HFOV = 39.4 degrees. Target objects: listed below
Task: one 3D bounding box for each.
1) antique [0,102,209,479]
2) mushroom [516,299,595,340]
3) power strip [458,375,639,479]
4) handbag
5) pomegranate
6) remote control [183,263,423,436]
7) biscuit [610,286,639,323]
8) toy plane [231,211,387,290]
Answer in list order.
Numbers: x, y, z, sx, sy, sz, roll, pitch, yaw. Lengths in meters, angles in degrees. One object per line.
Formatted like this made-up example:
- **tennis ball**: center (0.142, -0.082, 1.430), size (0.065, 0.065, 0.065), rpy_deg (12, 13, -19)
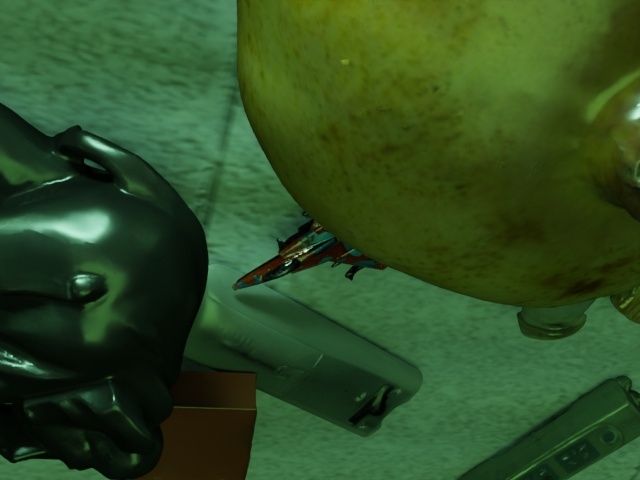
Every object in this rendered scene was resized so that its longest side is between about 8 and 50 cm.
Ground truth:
- **antique**: center (-0.226, 0.060, 0.747), size (0.255, 0.185, 0.322), rpy_deg (17, 114, -15)
- **mushroom**: center (0.284, -0.040, 0.886), size (0.109, 0.097, 0.351), rpy_deg (11, 124, -18)
- **power strip**: center (0.285, 0.275, 1.132), size (0.286, 0.048, 0.080), rpy_deg (-35, 124, 12)
- **handbag**: center (-0.137, 0.211, 0.945), size (0.127, 0.062, 0.190), rpy_deg (3, 134, -8)
- **pomegranate**: center (0.143, -0.148, 0.596), size (0.417, 0.416, 0.416), rpy_deg (-7, 125, -10)
- **remote control**: center (-0.026, 0.131, 0.942), size (0.313, 0.055, 0.109), rpy_deg (31, 111, -30)
- **biscuit**: center (0.441, 0.020, 1.002), size (0.144, 0.033, 0.224), rpy_deg (33, 111, -33)
- **toy plane**: center (0.000, -0.002, 0.856), size (0.189, 0.061, 0.130), rpy_deg (-23, 127, 7)
